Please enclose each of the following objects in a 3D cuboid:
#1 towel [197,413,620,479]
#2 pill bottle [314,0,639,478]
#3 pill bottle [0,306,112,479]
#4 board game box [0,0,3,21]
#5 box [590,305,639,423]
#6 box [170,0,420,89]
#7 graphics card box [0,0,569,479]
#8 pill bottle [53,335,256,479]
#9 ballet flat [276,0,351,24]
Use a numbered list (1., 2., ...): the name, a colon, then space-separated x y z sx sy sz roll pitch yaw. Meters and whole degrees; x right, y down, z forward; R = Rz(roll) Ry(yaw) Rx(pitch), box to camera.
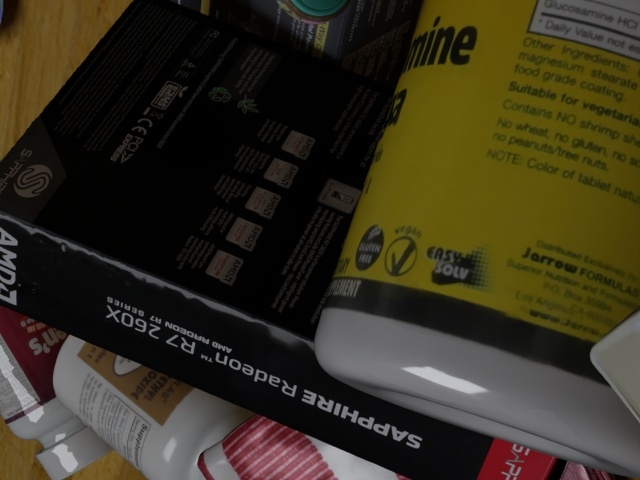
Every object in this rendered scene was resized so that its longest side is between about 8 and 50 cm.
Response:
1. towel: 0.068 0.201 1.231 0.329 0.037 0.237 -34 88 35
2. pill bottle: 0.132 -0.066 0.789 0.188 0.333 0.188 18 172 3
3. pill bottle: -0.284 0.124 1.609 0.121 0.121 0.221 -27 94 54
4. board game box: -0.338 -0.258 1.463 0.168 0.033 0.133 48 137 8
5. box: 0.276 -0.005 0.682 0.121 0.311 0.148 52 145 6
6. box: -0.055 -0.304 1.035 0.318 0.097 0.395 40 141 24
7. graphics card box: 0.000 0.000 0.981 0.371 0.232 0.094 22 138 6
8. pill bottle: -0.122 0.157 1.432 0.229 0.131 0.131 35 139 28
9. ballet flat: -0.034 -0.236 0.937 0.079 0.077 0.221 14 125 64
